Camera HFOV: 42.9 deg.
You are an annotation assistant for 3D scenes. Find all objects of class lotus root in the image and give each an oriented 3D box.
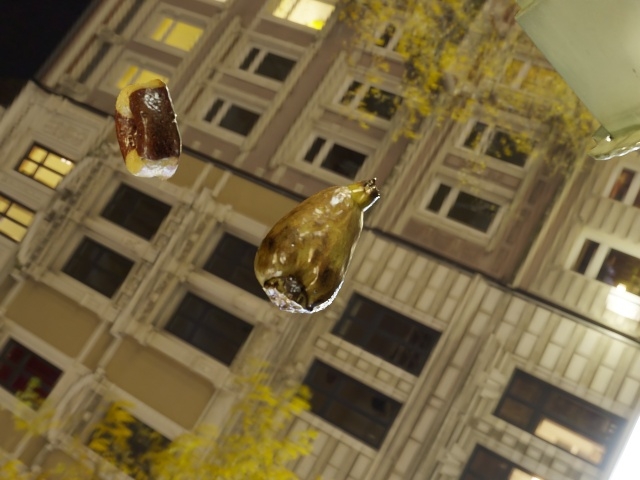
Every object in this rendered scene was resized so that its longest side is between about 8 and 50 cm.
[{"bbox_3d":[0.000,0.000,0.954,0.108,0.094,0.191,48,-118,-25],"label":"lotus root"}]

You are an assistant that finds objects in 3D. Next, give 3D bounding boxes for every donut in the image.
[{"bbox_3d":[-0.237,-0.148,1.112,0.059,0.140,0.140,-8,-58,-31],"label":"donut"}]

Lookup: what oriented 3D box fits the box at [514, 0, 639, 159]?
[{"bbox_3d":[0.232,-0.133,0.336,0.220,0.166,0.290,-46,5,-10],"label":"box"}]
